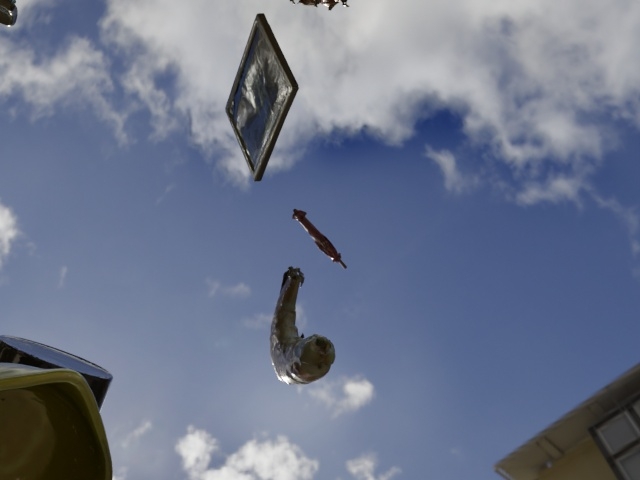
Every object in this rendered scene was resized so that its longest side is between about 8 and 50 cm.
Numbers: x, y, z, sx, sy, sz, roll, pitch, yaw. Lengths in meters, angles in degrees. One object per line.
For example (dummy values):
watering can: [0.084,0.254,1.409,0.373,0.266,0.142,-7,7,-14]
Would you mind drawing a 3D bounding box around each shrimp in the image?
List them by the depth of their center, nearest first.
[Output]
shrimp: [-0.023,0.109,0.974,0.049,0.166,0.161,13,-19,-25]

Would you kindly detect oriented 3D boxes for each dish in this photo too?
dish: [-0.215,0.140,0.455,0.207,0.080,0.149,-46,-59,7]

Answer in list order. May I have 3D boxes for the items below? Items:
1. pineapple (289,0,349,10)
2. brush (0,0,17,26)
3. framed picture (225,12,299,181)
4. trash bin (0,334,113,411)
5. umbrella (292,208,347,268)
pineapple: [-0.057,-0.475,1.170,0.263,0.272,0.262,12,-61,23]
brush: [-0.575,-0.400,1.059,0.282,0.048,0.054,24,-35,-13]
framed picture: [-0.111,-0.259,1.344,0.023,0.189,0.260,-9,-29,-28]
trash bin: [-0.446,0.319,1.041,0.214,0.214,0.333,23,-97,-21]
umbrella: [0.000,0.000,1.349,0.025,0.027,0.165,-48,-60,-12]
